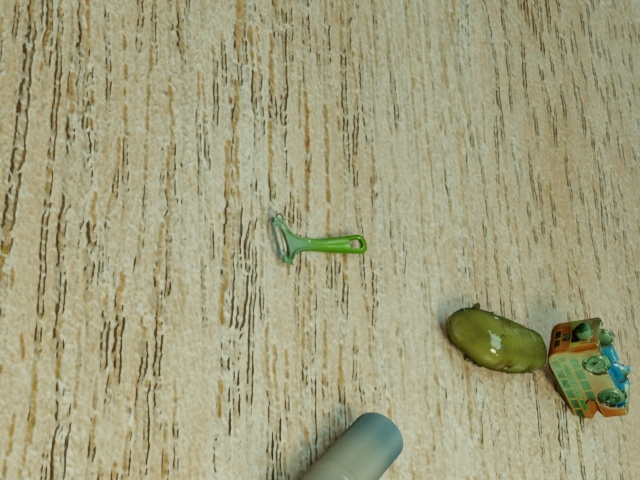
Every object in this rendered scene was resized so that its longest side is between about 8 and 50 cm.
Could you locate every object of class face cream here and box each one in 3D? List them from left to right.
[{"bbox_3d":[0.015,0.311,1.847,0.077,0.077,0.250,54,42,-3],"label":"face cream"}]

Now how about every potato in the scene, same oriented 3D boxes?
[{"bbox_3d":[0.268,0.155,2.193,0.188,0.085,0.105,15,33,-42],"label":"potato"}]

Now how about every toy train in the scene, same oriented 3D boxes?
[{"bbox_3d":[0.413,0.195,2.259,0.188,0.099,0.072,59,35,-36],"label":"toy train"}]

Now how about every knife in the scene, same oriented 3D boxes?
[{"bbox_3d":[-0.002,0.001,2.072,0.166,0.022,0.078,3,70,-41],"label":"knife"}]
